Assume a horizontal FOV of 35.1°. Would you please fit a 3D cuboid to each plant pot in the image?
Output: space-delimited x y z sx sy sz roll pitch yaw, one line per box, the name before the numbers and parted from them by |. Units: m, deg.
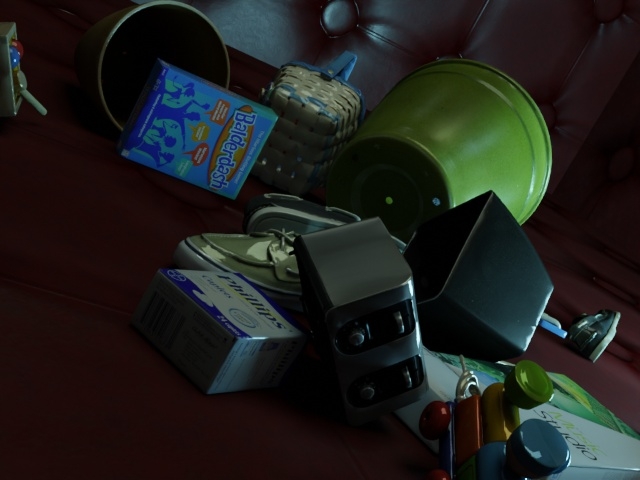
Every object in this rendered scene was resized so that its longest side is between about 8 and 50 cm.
plant pot | -0.320 -0.296 1.739 0.237 0.237 0.254 18 3 -37
plant pot | 0.208 0.072 1.404 0.167 0.188 0.187 38 -29 -15
plant pot | 0.189 -0.113 1.816 0.366 0.366 0.353 33 31 14

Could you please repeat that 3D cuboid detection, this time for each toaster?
toaster | 0.041 0.082 1.113 0.110 0.168 0.186 -16 33 -7

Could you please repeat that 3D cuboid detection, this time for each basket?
basket | -0.022 -0.229 1.944 0.201 0.255 0.289 29 25 9

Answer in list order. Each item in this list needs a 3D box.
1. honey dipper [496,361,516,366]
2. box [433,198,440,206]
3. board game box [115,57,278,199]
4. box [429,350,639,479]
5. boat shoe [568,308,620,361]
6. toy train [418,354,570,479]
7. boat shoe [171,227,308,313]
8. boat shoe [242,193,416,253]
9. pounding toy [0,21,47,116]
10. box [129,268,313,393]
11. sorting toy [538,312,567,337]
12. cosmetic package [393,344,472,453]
honey dipper | 0.271 0.185 1.526 0.160 0.030 0.030 21 16 -37
box | 0.223 -0.088 2.079 0.220 0.175 0.051 29 14 3
board game box | -0.196 -0.173 1.609 0.210 0.160 0.047 20 17 -28
box | 0.299 0.244 1.314 0.322 0.058 0.232 17 18 -44
boat shoe | 0.531 0.166 1.971 0.079 0.084 0.233 33 18 14
toy train | 0.179 0.169 1.029 0.105 0.143 0.248 25 39 -16
boat shoe | -0.053 0.029 1.309 0.302 0.094 0.109 16 19 -42
boat shoe | 0.027 0.003 1.517 0.302 0.114 0.091 24 21 -21
pounding toy | -0.443 -0.226 1.409 0.100 0.141 0.130 -4 22 -9
box | -0.101 0.092 1.051 0.126 0.072 0.137 38 16 29
sorting toy | 0.316 0.084 1.777 0.196 0.047 0.347 28 2 -14
cosmetic package | 0.105 0.162 1.221 0.099 0.060 0.239 12 22 -46
